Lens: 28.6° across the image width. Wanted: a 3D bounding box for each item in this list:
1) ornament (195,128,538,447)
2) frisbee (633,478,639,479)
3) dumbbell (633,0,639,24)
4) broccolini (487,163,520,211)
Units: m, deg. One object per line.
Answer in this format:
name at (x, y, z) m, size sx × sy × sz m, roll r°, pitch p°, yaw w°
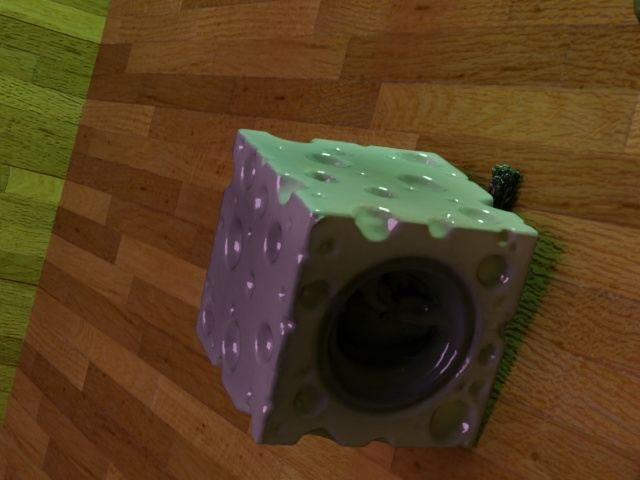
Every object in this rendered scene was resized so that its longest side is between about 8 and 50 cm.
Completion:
ornament at (0.035, 0.047, 1.265) m, size 0.240 × 0.239 × 0.239 m, roll -132°, pitch 52°, yaw -59°
frisbee at (0.259, 0.305, 0.987) m, size 0.236 × 0.017 × 0.236 m, roll -36°, pitch 46°, yaw 51°
dumbbell at (0.309, -0.098, 0.984) m, size 0.108 × 0.121 × 0.302 m, roll 93°, pitch -179°, yaw -69°
broccolini at (0.174, -0.011, 1.299) m, size 0.035 × 0.030 × 0.140 m, roll -135°, pitch 58°, yaw -69°
